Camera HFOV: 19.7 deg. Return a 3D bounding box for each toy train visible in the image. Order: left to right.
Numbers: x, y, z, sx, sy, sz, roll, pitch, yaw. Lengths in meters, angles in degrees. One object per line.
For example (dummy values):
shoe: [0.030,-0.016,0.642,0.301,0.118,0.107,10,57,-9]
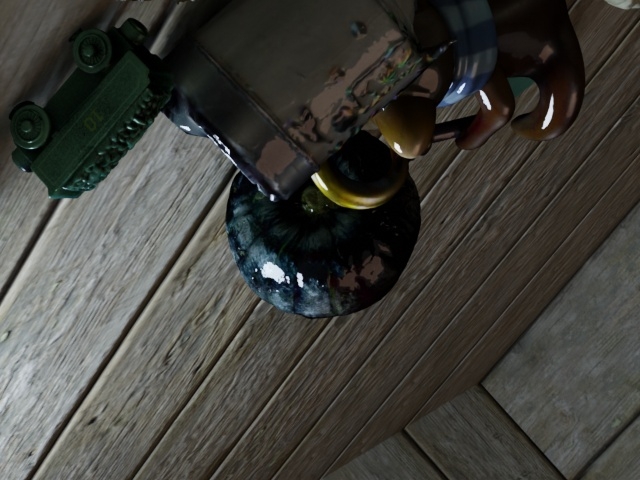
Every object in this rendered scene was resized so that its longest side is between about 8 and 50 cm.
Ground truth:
toy train: [-0.200,-0.114,1.625,0.172,0.099,0.070,-47,165,16]

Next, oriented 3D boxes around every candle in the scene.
candle: [0.006,-0.195,1.761,0.330,0.187,0.187,-43,165,-1]

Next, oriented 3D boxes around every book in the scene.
book: [0.290,-0.245,2.637,0.103,0.017,0.135,-39,164,-2]

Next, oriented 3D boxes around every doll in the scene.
doll: [0.130,-0.207,2.024,0.339,0.318,0.209,-20,-161,-40]

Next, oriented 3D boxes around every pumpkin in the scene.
pumpkin: [0.004,-0.025,2.138,0.233,0.233,0.163,-39,163,-10]

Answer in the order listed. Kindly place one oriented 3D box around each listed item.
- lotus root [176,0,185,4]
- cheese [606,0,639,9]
lotus root: [-0.094,-0.246,1.547,0.159,0.095,0.135,-44,169,32]
cheese: [0.327,-0.401,1.928,0.292,0.153,0.332,-47,154,-19]
